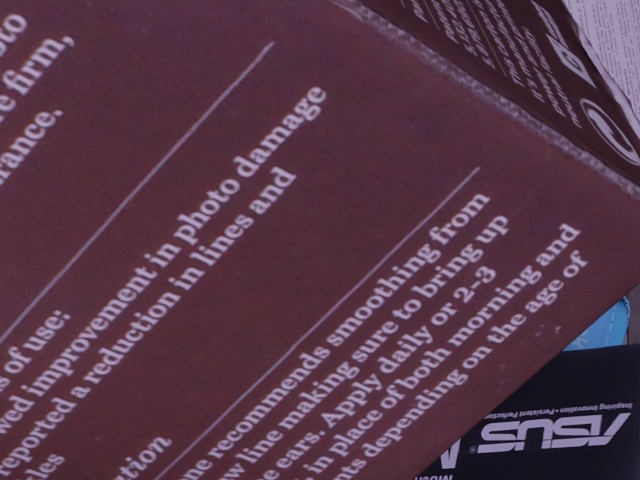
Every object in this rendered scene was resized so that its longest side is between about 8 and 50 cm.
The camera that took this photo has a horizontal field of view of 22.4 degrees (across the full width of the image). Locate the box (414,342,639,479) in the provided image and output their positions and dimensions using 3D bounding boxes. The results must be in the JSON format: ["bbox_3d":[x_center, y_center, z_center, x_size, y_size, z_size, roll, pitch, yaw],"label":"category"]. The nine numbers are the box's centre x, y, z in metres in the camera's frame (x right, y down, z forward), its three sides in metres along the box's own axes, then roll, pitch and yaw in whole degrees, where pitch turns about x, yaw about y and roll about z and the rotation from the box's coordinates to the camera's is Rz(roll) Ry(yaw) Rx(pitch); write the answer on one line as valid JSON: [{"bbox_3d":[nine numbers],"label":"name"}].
[{"bbox_3d":[0.042,0.129,0.611,0.216,0.270,0.060,50,44,-41],"label":"box"}]

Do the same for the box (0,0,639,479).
[{"bbox_3d":[-0.113,-0.054,0.381,0.381,0.191,0.143,27,29,-38],"label":"box"}]

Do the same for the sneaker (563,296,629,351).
[{"bbox_3d":[0.000,0.000,0.631,0.319,0.208,0.127,54,43,-35],"label":"sneaker"}]

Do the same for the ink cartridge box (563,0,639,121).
[{"bbox_3d":[0.080,-0.154,0.839,0.395,0.151,0.270,-12,93,-59],"label":"ink cartridge box"}]
